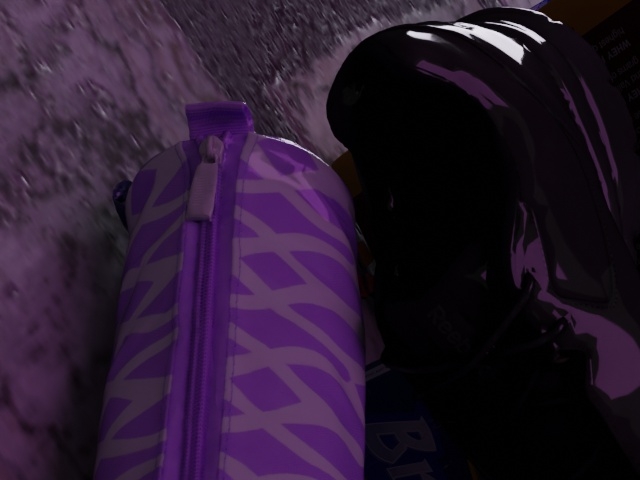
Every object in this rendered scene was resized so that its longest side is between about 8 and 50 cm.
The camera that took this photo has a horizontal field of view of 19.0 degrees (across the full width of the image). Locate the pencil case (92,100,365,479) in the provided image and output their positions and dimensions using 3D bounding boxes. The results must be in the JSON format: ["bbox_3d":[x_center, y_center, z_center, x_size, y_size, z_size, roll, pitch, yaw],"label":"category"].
[{"bbox_3d":[-0.028,0.049,0.599,0.206,0.086,0.088,-91,179,-46],"label":"pencil case"}]

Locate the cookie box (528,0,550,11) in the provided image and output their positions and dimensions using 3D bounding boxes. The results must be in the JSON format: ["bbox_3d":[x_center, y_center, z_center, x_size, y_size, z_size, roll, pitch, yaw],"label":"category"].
[{"bbox_3d":[0.146,-0.079,1.091,0.107,0.040,0.092,55,27,-11],"label":"cookie box"}]

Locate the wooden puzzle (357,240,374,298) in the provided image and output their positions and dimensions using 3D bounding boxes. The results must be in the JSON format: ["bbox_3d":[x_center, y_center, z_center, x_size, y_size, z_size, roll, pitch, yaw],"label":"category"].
[{"bbox_3d":[0.000,0.000,0.793,0.083,0.006,0.049,8,57,-58],"label":"wooden puzzle"}]

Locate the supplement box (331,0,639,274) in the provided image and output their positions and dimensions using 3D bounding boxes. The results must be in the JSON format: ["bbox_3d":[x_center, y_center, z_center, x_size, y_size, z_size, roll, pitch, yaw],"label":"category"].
[{"bbox_3d":[0.141,0.003,0.801,0.129,0.191,0.194,-14,75,-44],"label":"supplement box"}]

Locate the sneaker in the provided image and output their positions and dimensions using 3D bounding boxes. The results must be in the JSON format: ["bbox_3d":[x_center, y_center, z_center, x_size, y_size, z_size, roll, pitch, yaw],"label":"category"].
[{"bbox_3d":[0.079,0.050,0.648,0.130,0.109,0.286,-3,61,-58],"label":"sneaker"}]

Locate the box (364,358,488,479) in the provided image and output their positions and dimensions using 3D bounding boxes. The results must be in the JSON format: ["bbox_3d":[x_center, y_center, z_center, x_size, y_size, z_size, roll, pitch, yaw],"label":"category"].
[{"bbox_3d":[0.052,0.124,0.700,0.054,0.059,0.169,29,40,-54],"label":"box"}]
